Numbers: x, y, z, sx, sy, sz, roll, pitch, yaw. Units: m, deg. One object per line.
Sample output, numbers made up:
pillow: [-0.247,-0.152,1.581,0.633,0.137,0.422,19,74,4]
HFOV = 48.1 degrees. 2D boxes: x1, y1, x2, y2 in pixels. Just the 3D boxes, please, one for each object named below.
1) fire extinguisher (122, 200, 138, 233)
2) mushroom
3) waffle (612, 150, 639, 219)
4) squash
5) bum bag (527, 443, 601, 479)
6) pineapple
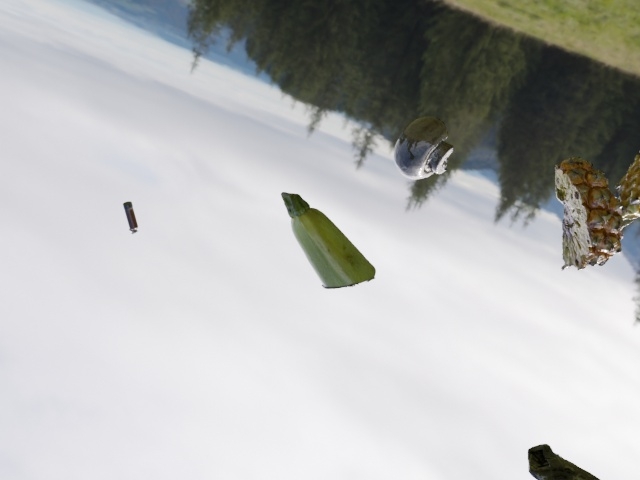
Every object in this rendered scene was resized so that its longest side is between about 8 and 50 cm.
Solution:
fire extinguisher: [-0.449,-0.052,1.696,0.028,0.083,0.022,8,-148,27]
mushroom: [0.257,-0.231,1.894,0.117,0.188,0.141,-30,-120,-29]
waffle: [0.713,-0.176,1.452,0.062,0.329,0.329,36,-166,2]
squash: [-0.001,0.010,1.666,0.287,0.137,0.137,49,-179,-25]
bum bag: [0.484,0.459,1.311,0.248,0.069,0.102,27,-138,36]
pineapple: [0.490,-0.031,1.296,0.080,0.233,0.135,-23,-155,-13]
